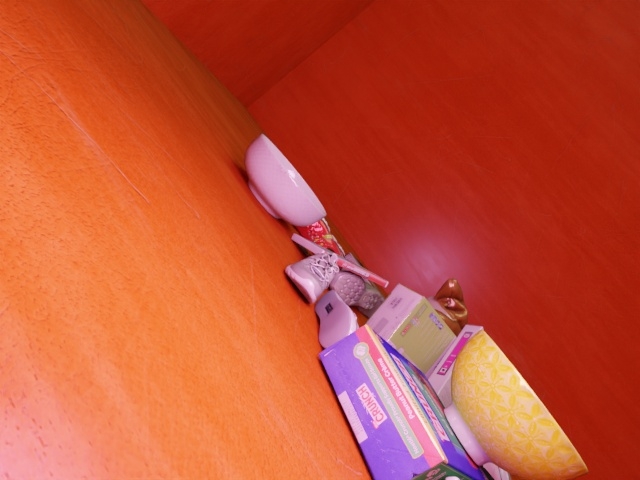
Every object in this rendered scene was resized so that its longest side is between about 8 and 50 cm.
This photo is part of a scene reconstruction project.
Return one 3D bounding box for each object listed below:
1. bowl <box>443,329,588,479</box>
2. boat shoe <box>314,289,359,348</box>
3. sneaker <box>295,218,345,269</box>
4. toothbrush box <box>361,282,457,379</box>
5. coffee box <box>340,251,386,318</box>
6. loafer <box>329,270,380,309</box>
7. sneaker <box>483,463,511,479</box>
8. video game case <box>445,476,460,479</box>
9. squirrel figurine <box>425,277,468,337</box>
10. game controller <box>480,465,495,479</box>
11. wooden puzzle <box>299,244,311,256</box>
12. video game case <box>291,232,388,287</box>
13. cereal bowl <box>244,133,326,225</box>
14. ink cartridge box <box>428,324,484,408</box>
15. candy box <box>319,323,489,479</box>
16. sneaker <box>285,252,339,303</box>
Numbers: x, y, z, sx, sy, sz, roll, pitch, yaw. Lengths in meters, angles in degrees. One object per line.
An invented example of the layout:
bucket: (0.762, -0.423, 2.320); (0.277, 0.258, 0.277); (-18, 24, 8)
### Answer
bowl: (0.332, 0.333, 0.829); (0.289, 0.156, 0.289); (53, 8, -11)
boat shoe: (0.050, 0.189, 0.976); (0.084, 0.095, 0.258); (46, 9, -14)
sneaker: (0.000, 0.000, 1.627); (0.279, 0.107, 0.118); (49, 16, -9)
toothbrush box: (0.279, 0.304, 1.341); (0.283, 0.206, 0.122); (47, -10, -31)
coffee box: (0.162, 0.184, 1.742); (0.141, 0.098, 0.246); (45, 10, -50)
loafer: (0.101, 0.161, 1.485); (0.111, 0.112, 0.319); (34, -2, 32)
sneaker: (0.588, 0.799, 1.466); (0.094, 0.091, 0.258); (53, 25, -40)
video game case: (0.236, 0.483, 0.639); (0.201, 0.023, 0.183); (49, 36, -27)
squirrel figurine: (0.453, 0.415, 1.627); (0.397, 0.281, 0.370); (59, 21, -29)
game controller: (0.429, 0.660, 1.113); (0.319, 0.067, 0.166); (56, 14, -72)
wooden puzzle: (-0.058, 0.027, 1.478); (0.083, 0.006, 0.049); (52, 7, -3)
video game case: (0.062, 0.064, 1.413); (0.285, 0.025, 0.204); (26, 1, -33)
cereal bowl: (-0.135, -0.175, 1.435); (0.339, 0.141, 0.339); (51, 6, -8)
ink cartridge box: (0.403, 0.429, 1.289); (0.069, 0.371, 0.175); (-3, -63, 44)
candy box: (0.162, 0.340, 0.823); (0.317, 0.122, 0.268); (44, 12, -44)
sneaker: (-0.010, 0.071, 1.096); (0.105, 0.115, 0.281); (52, 7, -4)
